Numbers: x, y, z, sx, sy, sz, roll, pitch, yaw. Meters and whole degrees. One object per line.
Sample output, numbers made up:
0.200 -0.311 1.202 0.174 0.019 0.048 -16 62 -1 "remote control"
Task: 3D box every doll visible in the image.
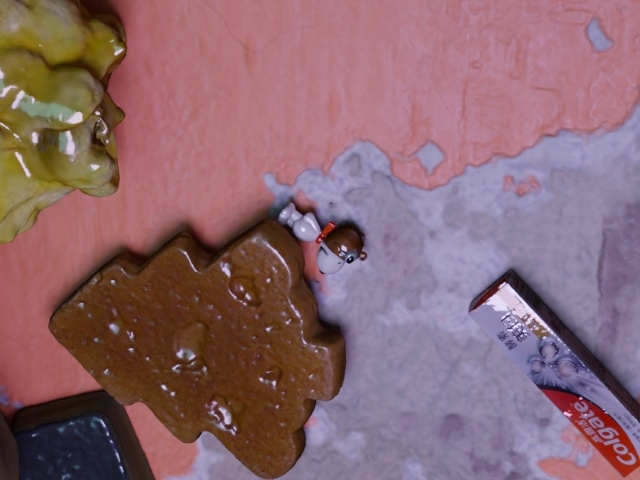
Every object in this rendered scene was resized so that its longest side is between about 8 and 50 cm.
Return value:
0.002 -0.005 1.602 0.058 0.040 0.085 -34 100 33 "doll"

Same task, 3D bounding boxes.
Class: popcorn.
-0.290 -0.138 1.532 0.252 0.215 0.286 -8 113 -17 "popcorn"

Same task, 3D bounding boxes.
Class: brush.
-0.234 0.257 1.745 0.123 0.059 0.197 -16 106 17 "brush"

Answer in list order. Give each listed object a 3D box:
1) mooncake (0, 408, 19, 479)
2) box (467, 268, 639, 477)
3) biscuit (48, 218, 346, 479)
-0.530 0.206 1.603 0.467 0.262 0.467 -2 77 10 "mooncake"
0.229 0.124 1.592 0.055 0.039 0.218 -40 97 22 "box"
-0.121 0.091 1.660 0.301 0.043 0.278 12 119 13 "biscuit"
